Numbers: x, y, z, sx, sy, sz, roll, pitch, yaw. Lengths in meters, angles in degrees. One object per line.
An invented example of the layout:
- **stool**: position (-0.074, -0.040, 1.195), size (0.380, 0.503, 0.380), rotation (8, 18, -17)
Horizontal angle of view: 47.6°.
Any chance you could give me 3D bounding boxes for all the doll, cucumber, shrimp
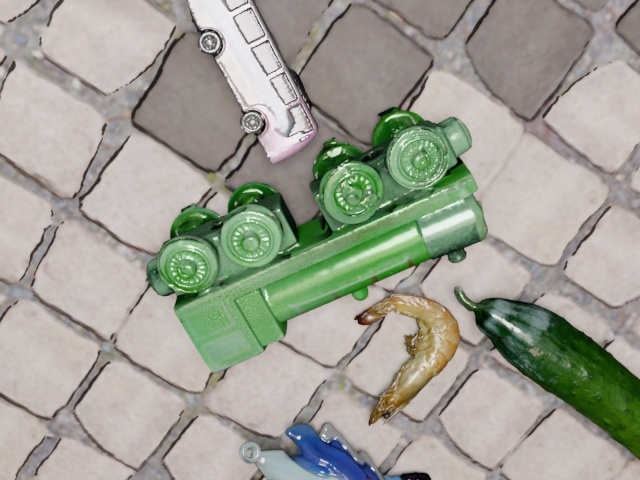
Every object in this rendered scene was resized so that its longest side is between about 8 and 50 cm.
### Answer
- **doll**: position (0.020, 0.209, 0.591), size (0.195, 0.070, 0.096), rotation (28, 74, -12)
- **cucumber**: position (0.203, 0.106, 0.567), size (0.250, 0.056, 0.056), rotation (37, 103, -14)
- **shrimp**: position (0.056, 0.091, 0.577), size (0.083, 0.023, 0.114), rotation (35, 97, -7)

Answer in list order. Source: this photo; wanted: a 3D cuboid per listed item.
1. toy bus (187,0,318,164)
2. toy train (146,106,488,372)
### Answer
- **toy bus**: position (-0.047, -0.120, 0.506), size (0.052, 0.037, 0.130), rotation (-28, 104, 2)
- **toy train**: position (0.000, 0.000, 0.522), size (0.251, 0.085, 0.119), rotation (-23, 111, 8)
